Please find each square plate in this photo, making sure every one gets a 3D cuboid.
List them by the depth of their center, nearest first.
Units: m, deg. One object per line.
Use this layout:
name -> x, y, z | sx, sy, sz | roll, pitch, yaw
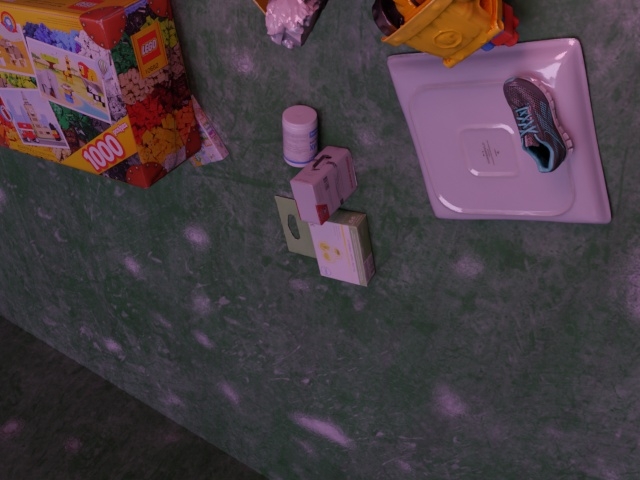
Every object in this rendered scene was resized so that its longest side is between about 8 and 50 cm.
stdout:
square plate -> 0.298, -0.165, 1.394 | 0.344, 0.049, 0.347 | 4, 129, 37

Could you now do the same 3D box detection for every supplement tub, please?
supplement tub -> -0.040, -0.205, 1.612 | 0.071, 0.071, 0.107 | 23, 139, 21

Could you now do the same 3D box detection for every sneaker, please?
sneaker -> 0.332, -0.176, 1.256 | 0.065, 0.076, 0.166 | -21, 112, 47

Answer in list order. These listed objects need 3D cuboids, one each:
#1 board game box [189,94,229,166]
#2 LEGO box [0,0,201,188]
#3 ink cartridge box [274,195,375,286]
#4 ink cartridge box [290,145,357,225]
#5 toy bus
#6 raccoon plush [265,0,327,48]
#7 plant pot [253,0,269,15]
board game box -> -0.282, -0.242, 1.808 | 0.103, 0.026, 0.154 | -9, 121, 43
LEGO box -> -0.529, -0.359, 1.737 | 0.500, 0.193, 0.372 | 16, 132, 30
ink cartridge box -> 0.000, 0.000, 1.792 | 0.235, 0.056, 0.171 | 12, 134, 28
ink cartridge box -> 0.008, -0.111, 1.613 | 0.056, 0.135, 0.099 | 14, 134, 33
toy bus -> 0.201, -0.370, 1.197 | 0.211, 0.220, 0.149 | 19, 150, -28
raccoon plush -> -0.064, -0.515, 1.076 | 0.299, 0.446, 0.216 | 25, 154, -2
plant pot -> -0.055, -0.429, 1.398 | 0.081, 0.083, 0.081 | 50, 141, -11
